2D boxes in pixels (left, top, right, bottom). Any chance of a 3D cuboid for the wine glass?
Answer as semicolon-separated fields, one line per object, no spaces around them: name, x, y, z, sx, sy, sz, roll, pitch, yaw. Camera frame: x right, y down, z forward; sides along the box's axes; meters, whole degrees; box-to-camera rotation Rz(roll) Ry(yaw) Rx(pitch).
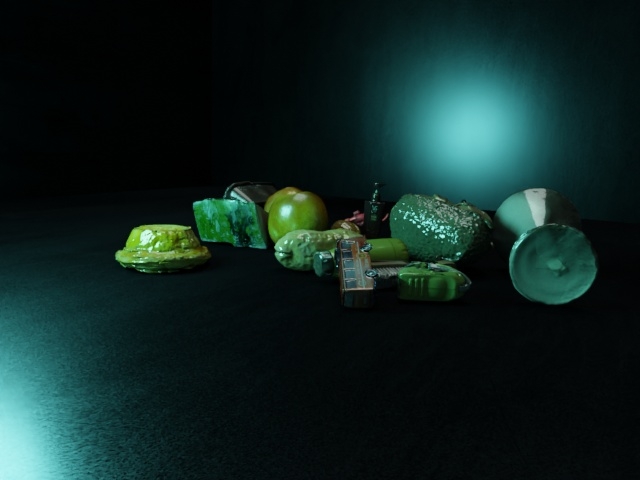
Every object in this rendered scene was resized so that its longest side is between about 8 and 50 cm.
wine glass;0.612;0.016;1.444;0.267;0.267;0.406;5;16;14

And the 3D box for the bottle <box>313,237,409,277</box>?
bottle;0.110;0.055;1.446;0.260;0.112;0.112;-4;12;-23

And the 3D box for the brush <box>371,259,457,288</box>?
brush;0.249;0.093;1.429;0.327;0.070;0.065;-1;29;-29

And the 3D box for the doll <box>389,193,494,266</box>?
doll;0.382;-0.035;1.651;0.247;0.247;0.349;-3;17;-29

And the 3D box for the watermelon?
watermelon;-0.289;-0.046;1.903;0.264;0.151;0.302;3;-8;21

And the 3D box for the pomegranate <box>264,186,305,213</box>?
pomegranate;-0.119;-0.110;2.055;0.209;0.209;0.209;2;10;0

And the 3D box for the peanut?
peanut;0.007;0.027;1.546;0.290;0.130;0.130;0;10;-21

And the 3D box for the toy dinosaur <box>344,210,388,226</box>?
toy dinosaur;0.193;-0.095;2.517;0.139;0.070;0.286;-18;-8;42

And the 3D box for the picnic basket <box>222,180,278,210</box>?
picnic basket;-0.273;-0.126;2.198;0.129;0.222;0.297;35;26;28

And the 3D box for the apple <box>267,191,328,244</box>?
apple;-0.074;-0.075;1.839;0.237;0.207;0.237;2;15;0

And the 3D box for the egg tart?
egg tart;-0.459;0.017;1.545;0.288;0.118;0.288;0;7;0

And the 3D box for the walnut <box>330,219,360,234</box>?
walnut;0.092;-0.023;1.933;0.105;0.105;0.124;-5;24;-36

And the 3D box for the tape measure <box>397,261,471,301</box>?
tape measure;0.275;0.099;1.311;0.178;0.087;0.154;5;9;0

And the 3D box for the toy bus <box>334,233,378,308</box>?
toy bus;0.086;0.071;1.278;0.096;0.073;0.235;0;32;-4

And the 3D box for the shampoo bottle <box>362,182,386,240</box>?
shampoo bottle;0.201;-0.097;1.969;0.068;0.236;0.067;0;12;-25
